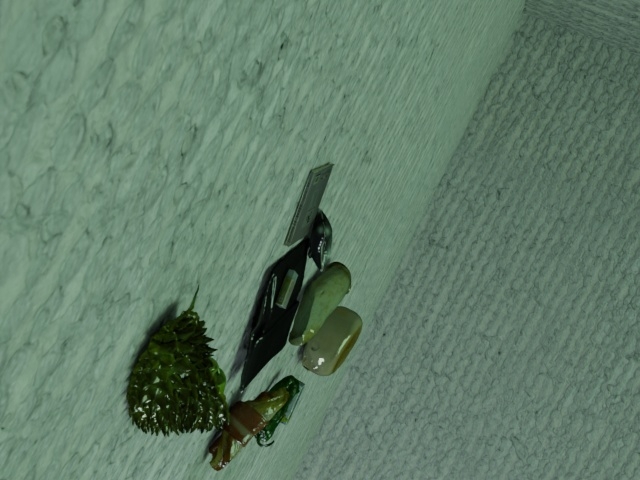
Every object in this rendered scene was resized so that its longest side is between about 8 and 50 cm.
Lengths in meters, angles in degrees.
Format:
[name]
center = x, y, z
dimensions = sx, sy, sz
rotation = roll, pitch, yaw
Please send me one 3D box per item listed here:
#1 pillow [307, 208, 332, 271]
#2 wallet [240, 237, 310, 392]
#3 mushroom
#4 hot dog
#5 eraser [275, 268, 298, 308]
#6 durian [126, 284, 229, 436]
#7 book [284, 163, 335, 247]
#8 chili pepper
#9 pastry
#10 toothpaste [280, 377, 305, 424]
[pillow]
center = 0.002, 0.000, 1.602
dimensions = 0.091, 0.055, 0.135
rotation = -59, 162, -50
[wallet]
center = -0.104, 0.170, 1.579
dimensions = 0.247, 0.041, 0.323
rotation = -38, 145, -61
[mushroom]
center = -0.001, 0.164, 1.849
dimensions = 0.087, 0.107, 0.333
rotation = -20, -166, 35
[hot dog]
center = -0.191, 0.451, 1.680
dimensions = 0.261, 0.093, 0.123
rotation = -44, 170, -16
[eraser]
center = -0.074, 0.108, 1.497
dimensions = 0.038, 0.019, 0.083
rotation = 56, 53, -68
[durian]
center = -0.237, 0.237, 1.141
dimensions = 0.355, 0.158, 0.169
rotation = 96, -12, -57
[book]
center = -0.023, -0.080, 1.482
dimensions = 0.127, 0.014, 0.181
rotation = -35, 149, -64
[chili pepper]
center = -0.132, 0.483, 1.943
dimensions = 0.257, 0.100, 0.074
rotation = -55, 170, -41
[pastry]
center = 0.037, 0.333, 2.236
dimensions = 0.265, 0.133, 0.265
rotation = -57, 166, -23
[toothpaste]
center = -0.104, 0.549, 2.298
dimensions = 0.034, 0.046, 0.164
rotation = -20, 135, -67
